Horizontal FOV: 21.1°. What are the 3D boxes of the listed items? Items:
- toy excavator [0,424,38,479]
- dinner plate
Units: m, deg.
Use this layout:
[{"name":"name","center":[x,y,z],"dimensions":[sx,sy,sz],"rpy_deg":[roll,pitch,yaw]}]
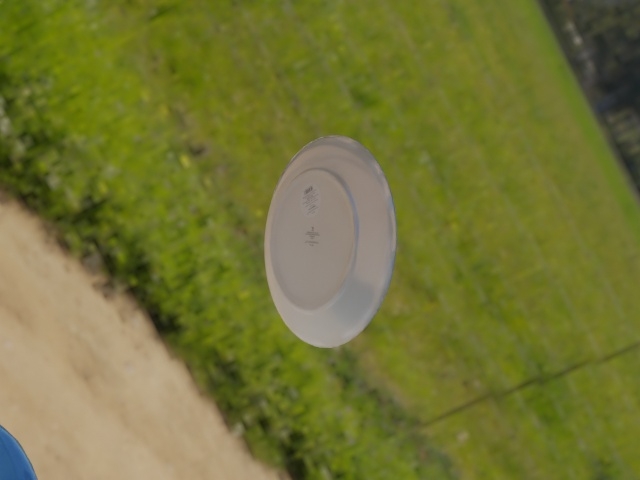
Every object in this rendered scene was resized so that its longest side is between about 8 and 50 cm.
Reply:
[{"name":"toy excavator","center":[-0.192,0.220,0.984],"dimensions":[0.433,0.445,0.222],"rpy_deg":[53,-36,43]},{"name":"dinner plate","center":[0.000,0.000,1.136],"dimensions":[0.017,0.141,0.141],"rpy_deg":[6,53,-38]}]
